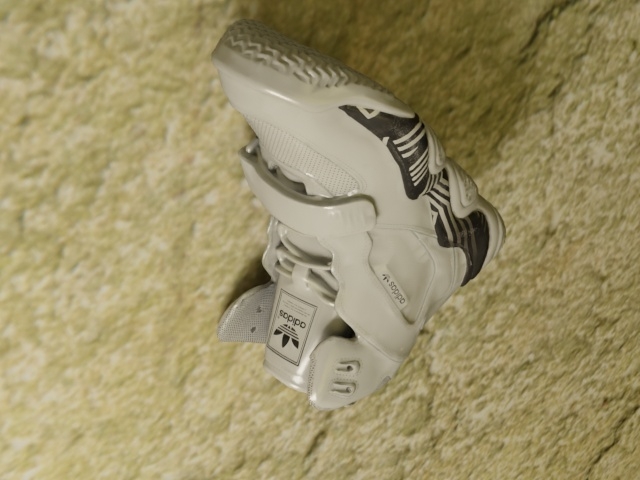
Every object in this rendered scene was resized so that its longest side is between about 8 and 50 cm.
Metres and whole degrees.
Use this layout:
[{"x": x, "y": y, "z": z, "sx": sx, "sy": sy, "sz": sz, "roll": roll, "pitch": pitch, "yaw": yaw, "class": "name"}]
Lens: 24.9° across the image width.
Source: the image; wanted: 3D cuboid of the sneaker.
[{"x": 0.000, "y": 0.000, "z": 1.067, "sx": 0.210, "sy": 0.137, "sz": 0.366, "roll": -56, "pitch": 145, "yaw": -4, "class": "sneaker"}]
